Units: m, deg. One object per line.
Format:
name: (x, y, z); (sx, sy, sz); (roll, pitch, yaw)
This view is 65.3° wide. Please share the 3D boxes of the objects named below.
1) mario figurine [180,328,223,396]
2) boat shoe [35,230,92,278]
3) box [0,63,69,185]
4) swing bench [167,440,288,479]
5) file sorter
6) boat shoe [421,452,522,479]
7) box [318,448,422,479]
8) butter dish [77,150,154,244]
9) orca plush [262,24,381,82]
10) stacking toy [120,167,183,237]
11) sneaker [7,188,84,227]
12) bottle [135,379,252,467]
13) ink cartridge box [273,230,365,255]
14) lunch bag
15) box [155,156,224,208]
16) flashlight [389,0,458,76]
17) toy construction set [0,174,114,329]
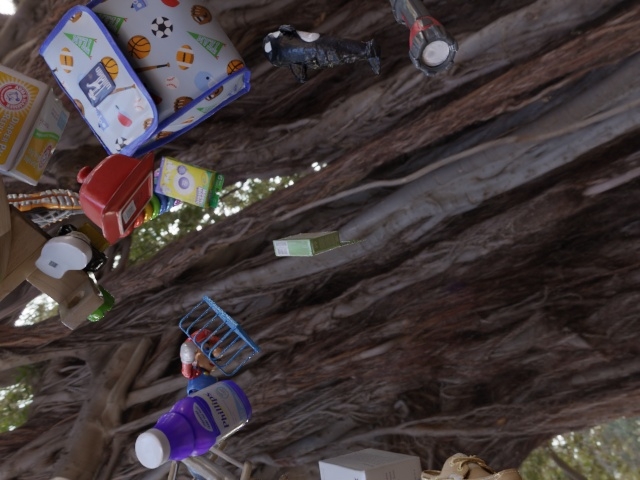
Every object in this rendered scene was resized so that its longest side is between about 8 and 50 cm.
mario figurine: (-0.344, 0.418, 1.533); (0.170, 0.198, 0.320); (0, -124, -14)
boat shoe: (-0.224, 0.007, 0.446); (0.035, 0.100, 0.035); (39, -126, -23)
box: (-0.402, -0.150, 0.541); (0.203, 0.114, 0.103); (22, -98, -14)
swing bench: (-0.253, 0.605, 1.143); (0.165, 0.253, 0.254); (45, -119, -42)
file sorter: (-0.256, 0.240, 1.253); (0.104, 0.170, 0.118); (-45, -47, -17)
boat shoe: (0.163, 0.275, 0.572); (0.063, 0.170, 0.059); (8, -125, -23)
box: (0.095, 0.481, 0.887); (0.119, 0.182, 0.180); (-1, -106, -26)
butter dish: (-0.390, -0.096, 0.922); (0.118, 0.160, 0.159); (29, -118, -5)
orca plush: (-0.011, -0.383, 1.090); (0.151, 0.288, 0.102); (13, -87, -77)
stacking toy: (-0.565, -0.115, 1.586); (0.141, 0.141, 0.330); (56, -146, -13)
sneaker: (-0.695, -0.075, 1.265); (0.215, 0.083, 0.084); (-7, -145, -35)
bottle: (-0.257, 0.380, 1.037); (0.118, 0.092, 0.283); (52, -161, 15)
ink cartridge box: (0.000, 0.000, 1.523); (0.235, 0.171, 0.056); (-17, -80, -42)
lunch bag: (-0.410, -0.412, 1.186); (0.327, 0.386, 0.239); (57, 175, -6)
box: (-0.360, -0.158, 1.382); (0.043, 0.179, 0.105); (-42, -32, -74)
flashlight: (0.235, -0.506, 1.187); (0.103, 0.103, 0.304); (21, -143, -27)
toy construction set: (-0.361, 0.042, 0.496); (0.237, 0.309, 0.257); (47, -127, -39)
